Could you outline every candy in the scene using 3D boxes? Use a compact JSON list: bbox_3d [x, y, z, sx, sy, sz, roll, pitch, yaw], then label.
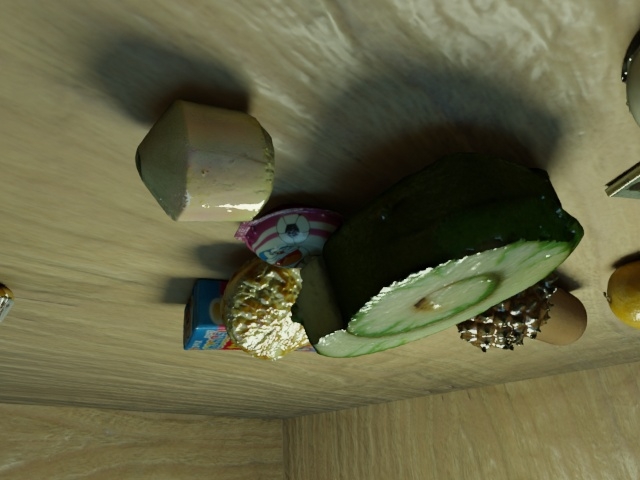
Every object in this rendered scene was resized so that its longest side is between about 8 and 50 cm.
[{"bbox_3d":[-0.106,0.156,0.994,0.306,0.100,0.157,7,153,-20],"label":"candy"}]

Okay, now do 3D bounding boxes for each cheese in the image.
[{"bbox_3d":[0.000,0.000,0.724,0.245,0.062,0.155,8,150,-25],"label":"cheese"}]

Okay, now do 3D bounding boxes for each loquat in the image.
[{"bbox_3d":[0.618,0.103,0.952,0.141,0.141,0.141,-4,155,-2],"label":"loquat"}]

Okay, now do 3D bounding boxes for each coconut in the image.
[{"bbox_3d":[-0.116,-0.073,0.491,0.122,0.116,0.116,3,154,-28],"label":"coconut"}]

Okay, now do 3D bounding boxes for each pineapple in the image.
[{"bbox_3d":[0.326,0.105,0.885,0.193,0.166,0.166,-36,142,29],"label":"pineapple"}]

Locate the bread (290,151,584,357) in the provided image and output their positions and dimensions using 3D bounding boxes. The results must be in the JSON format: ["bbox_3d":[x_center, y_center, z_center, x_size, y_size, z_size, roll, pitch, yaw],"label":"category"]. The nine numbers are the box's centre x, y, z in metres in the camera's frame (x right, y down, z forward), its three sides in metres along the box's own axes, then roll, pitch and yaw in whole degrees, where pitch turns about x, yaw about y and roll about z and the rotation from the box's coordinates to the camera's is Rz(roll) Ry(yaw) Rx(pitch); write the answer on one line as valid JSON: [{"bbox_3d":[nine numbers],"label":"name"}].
[{"bbox_3d":[0.133,0.035,0.675,0.382,0.129,0.366,-24,156,8],"label":"bread"}]

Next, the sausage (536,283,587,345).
[{"bbox_3d":[0.460,0.147,1.037,0.253,0.123,0.123,20,146,-41],"label":"sausage"}]

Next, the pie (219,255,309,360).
[{"bbox_3d":[-0.072,0.110,0.843,0.179,0.084,0.205,-44,131,-3],"label":"pie"}]

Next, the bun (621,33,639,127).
[{"bbox_3d":[0.364,-0.136,0.430,0.173,0.119,0.172,-6,155,-3],"label":"bun"}]

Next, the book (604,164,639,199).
[{"bbox_3d":[0.485,-0.104,0.633,0.139,0.016,0.198,3,154,-16],"label":"book"}]

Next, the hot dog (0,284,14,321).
[{"bbox_3d":[-0.623,0.080,0.791,0.253,0.069,0.131,18,156,-34],"label":"hot dog"}]
